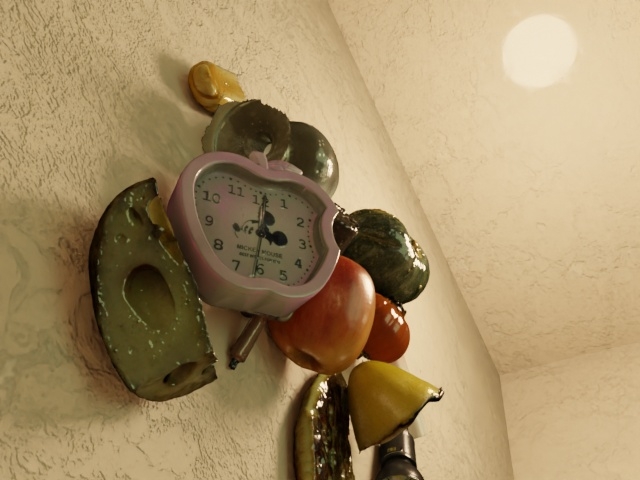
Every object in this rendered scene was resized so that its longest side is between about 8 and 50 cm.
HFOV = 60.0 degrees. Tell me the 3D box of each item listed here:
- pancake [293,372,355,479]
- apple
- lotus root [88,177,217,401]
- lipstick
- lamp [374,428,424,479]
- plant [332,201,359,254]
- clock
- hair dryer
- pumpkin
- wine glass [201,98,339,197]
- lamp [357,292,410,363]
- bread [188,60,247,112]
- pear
[{"bbox_3d":[0.018,0.463,1.250,0.304,0.067,0.426,59,21,-43],"label":"pancake"},{"bbox_3d":[-0.001,0.161,1.217,0.242,0.242,0.240,49,45,-43],"label":"apple"},{"bbox_3d":[-0.258,0.079,0.824,0.210,0.142,0.313,123,-51,-69],"label":"lotus root"},{"bbox_3d":[0.247,0.453,1.746,0.087,0.087,0.326,7,65,-66],"label":"lipstick"},{"bbox_3d":[0.210,0.604,1.483,0.227,0.147,0.171,-74,152,-68],"label":"lamp"},{"bbox_3d":[0.000,0.000,1.443,0.132,0.194,0.129,46,16,12],"label":"plant"},{"bbox_3d":[-0.124,-0.021,1.058,0.339,0.102,0.338,17,53,-24],"label":"clock"},{"bbox_3d":[-0.137,0.173,1.091,0.064,0.117,0.181,55,49,-34],"label":"hair dryer"},{"bbox_3d":[0.175,0.049,1.705,0.327,0.258,0.291,56,14,-14],"label":"pumpkin"},{"bbox_3d":[-0.093,-0.189,1.326,0.323,0.238,0.237,31,43,-63],"label":"wine glass"},{"bbox_3d":[0.151,0.243,1.557,0.223,0.196,0.223,45,-12,13],"label":"lamp"},{"bbox_3d":[-0.241,-0.351,1.301,0.177,0.084,0.119,7,63,-66],"label":"bread"},{"bbox_3d":[0.140,0.374,1.334,0.178,0.267,0.267,49,19,9],"label":"pear"}]
